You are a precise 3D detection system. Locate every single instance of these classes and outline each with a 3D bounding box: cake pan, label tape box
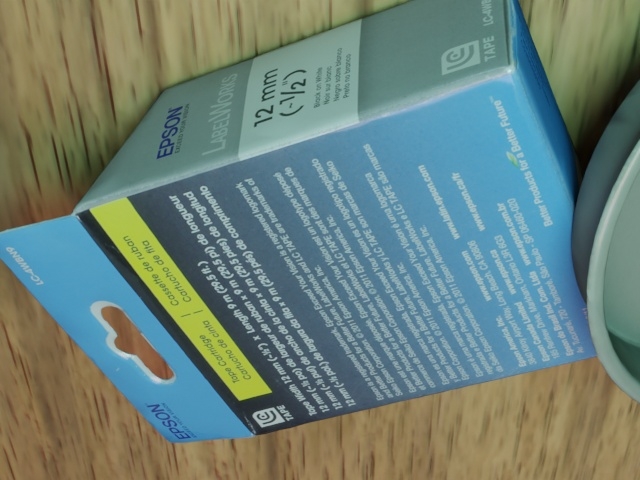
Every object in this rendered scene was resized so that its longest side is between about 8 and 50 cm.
[{"bbox_3d":[0.272,-0.026,0.695,0.293,0.054,0.293,-12,125,-18],"label":"cake pan"},{"bbox_3d":[0.000,0.000,0.774,0.348,0.115,0.249,-15,132,20],"label":"label tape box"}]
